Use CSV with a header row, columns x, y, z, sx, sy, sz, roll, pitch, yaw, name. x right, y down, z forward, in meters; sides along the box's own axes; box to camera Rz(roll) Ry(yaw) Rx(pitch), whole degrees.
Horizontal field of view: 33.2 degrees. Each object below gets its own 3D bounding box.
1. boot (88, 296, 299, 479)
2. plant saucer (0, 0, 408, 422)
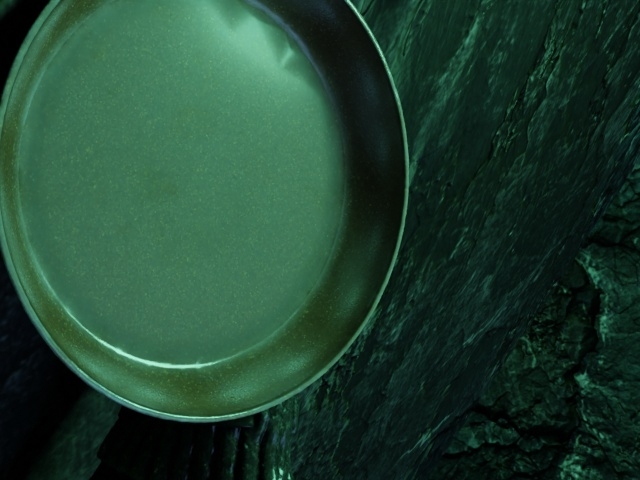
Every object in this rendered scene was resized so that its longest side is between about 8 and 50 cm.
x,y,z,sx,sy,sz,roll,pitch,yaw,name
-0.149,0.163,0.858,0.131,0.348,0.260,6,74,-59,boot
-0.071,-0.041,0.691,0.311,0.050,0.310,-4,96,-40,plant saucer
